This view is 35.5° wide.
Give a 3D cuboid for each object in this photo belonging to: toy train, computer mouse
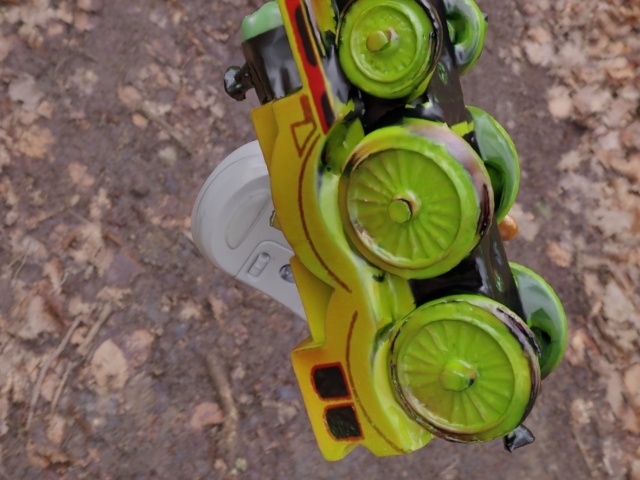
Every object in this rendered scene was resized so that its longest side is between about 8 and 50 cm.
[{"bbox_3d":[0.037,-0.018,0.566,0.100,0.160,0.296,-25,101,-57],"label":"toy train"},{"bbox_3d":[0.000,0.000,1.102,0.296,0.184,0.121,24,21,-19],"label":"computer mouse"}]

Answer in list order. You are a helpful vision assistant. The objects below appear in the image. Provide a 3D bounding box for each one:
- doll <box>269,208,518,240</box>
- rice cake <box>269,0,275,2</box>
[{"bbox_3d":[0.074,-0.034,0.927,0.220,0.143,0.135,21,54,0],"label":"doll"},{"bbox_3d":[0.001,-0.198,0.890,0.222,0.080,0.042,47,58,-45],"label":"rice cake"}]
